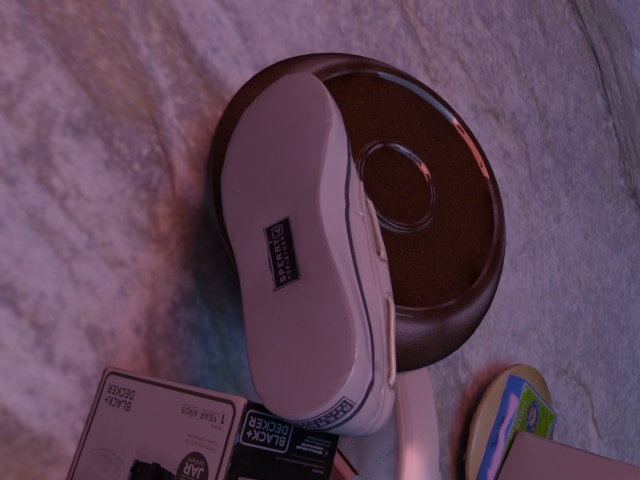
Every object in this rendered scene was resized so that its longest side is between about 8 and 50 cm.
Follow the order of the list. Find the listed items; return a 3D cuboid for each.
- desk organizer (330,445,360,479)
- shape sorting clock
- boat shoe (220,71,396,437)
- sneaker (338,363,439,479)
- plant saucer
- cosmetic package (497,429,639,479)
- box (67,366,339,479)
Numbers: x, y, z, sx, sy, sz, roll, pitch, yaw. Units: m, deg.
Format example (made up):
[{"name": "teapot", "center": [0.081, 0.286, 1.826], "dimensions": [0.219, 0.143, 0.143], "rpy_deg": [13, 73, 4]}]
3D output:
[{"name": "desk organizer", "center": [-0.039, 0.166, 0.483], "dimensions": [0.050, 0.130, 0.047], "rpy_deg": [-49, 120, -31]}, {"name": "shape sorting clock", "center": [0.239, 0.257, 0.797], "dimensions": [0.206, 0.040, 0.206], "rpy_deg": [-7, 99, -47]}, {"name": "boat shoe", "center": [0.000, 0.000, 0.432], "dimensions": [0.088, 0.096, 0.267], "rpy_deg": [41, 27, -48]}, {"name": "sneaker", "center": [0.005, 0.225, 0.527], "dimensions": [0.150, 0.135, 0.365], "rpy_deg": [15, 54, -6]}, {"name": "plant saucer", "center": [0.057, -0.042, 0.570], "dimensions": [0.311, 0.050, 0.310], "rpy_deg": [12, 65, -27]}, {"name": "cosmetic package", "center": [0.397, 0.393, 0.743], "dimensions": [0.097, 0.285, 0.377], "rpy_deg": [-56, 130, -29]}, {"name": "box", "center": [-0.107, 0.237, 0.394], "dimensions": [0.087, 0.169, 0.289], "rpy_deg": [30, 67, -40]}]
